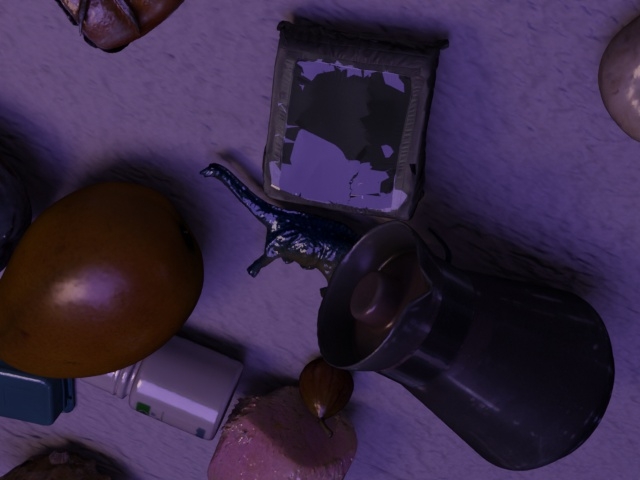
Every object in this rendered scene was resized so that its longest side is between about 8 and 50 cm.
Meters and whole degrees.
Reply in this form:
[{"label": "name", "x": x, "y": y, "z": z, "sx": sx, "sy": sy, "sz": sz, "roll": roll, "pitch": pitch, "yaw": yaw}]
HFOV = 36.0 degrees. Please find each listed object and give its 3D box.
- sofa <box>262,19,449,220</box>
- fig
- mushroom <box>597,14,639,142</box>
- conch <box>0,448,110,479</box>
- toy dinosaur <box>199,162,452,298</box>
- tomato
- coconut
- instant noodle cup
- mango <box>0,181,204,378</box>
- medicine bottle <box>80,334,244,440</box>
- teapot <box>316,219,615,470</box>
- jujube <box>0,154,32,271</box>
[{"label": "sofa", "x": 0.043, "y": -0.148, "z": 1.213, "sx": 0.210, "sy": 0.176, "sz": 0.225, "roll": 7, "pitch": 104, "yaw": 9}, {"label": "fig", "x": 0.004, "y": 0.249, "z": 1.547, "sx": 0.089, "sy": 0.125, "sz": 0.089, "roll": 6, "pitch": 135, "yaw": 5}, {"label": "mushroom", "x": 0.381, "y": -0.178, "z": 1.072, "sx": 0.154, "sy": 0.122, "sz": 0.154, "roll": 16, "pitch": 113, "yaw": 41}, {"label": "conch", "x": -0.523, "y": 0.494, "z": 1.871, "sx": 0.324, "sy": 0.186, "sz": 0.263, "roll": 20, "pitch": 153, "yaw": -39}, {"label": "toy dinosaur", "x": -0.007, "y": 0.006, "z": 1.365, "sx": 0.363, "sy": 0.076, "sz": 0.147, "roll": 21, "pitch": 132, "yaw": -3}, {"label": "tomato", "x": -0.211, "y": -0.330, "z": 1.055, "sx": 0.155, "sy": 0.181, "sz": 0.214, "roll": -21, "pitch": 127, "yaw": 24}, {"label": "coconut", "x": -0.074, "y": 0.373, "z": 1.626, "sx": 0.233, "sy": 0.233, "sz": 0.245, "roll": 22, "pitch": 129, "yaw": -5}, {"label": "instant noodle cup", "x": -0.518, "y": 0.255, "z": 1.735, "sx": 0.157, "sy": 0.070, "sz": 0.179, "roll": 13, "pitch": 132, "yaw": 2}, {"label": "mango", "x": -0.326, "y": 0.074, "z": 1.398, "sx": 0.378, "sy": 0.221, "sz": 0.264, "roll": -34, "pitch": 135, "yaw": 27}, {"label": "medicine bottle", "x": -0.254, "y": 0.216, "z": 1.578, "sx": 0.237, "sy": 0.139, "sz": 0.139, "roll": 21, "pitch": 133, "yaw": 1}, {"label": "teapot", "x": 0.177, "y": 0.134, "z": 1.293, "sx": 0.344, "sy": 0.253, "sz": 0.300, "roll": 29, "pitch": 160, "yaw": -26}, {"label": "jujube", "x": -0.566, "y": -0.060, "z": 1.357, "sx": 0.308, "sy": 0.215, "sz": 0.246, "roll": 37, "pitch": 94, "yaw": -2}]
